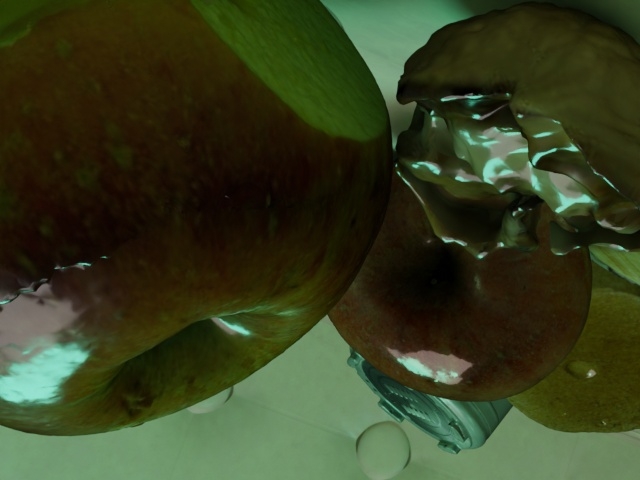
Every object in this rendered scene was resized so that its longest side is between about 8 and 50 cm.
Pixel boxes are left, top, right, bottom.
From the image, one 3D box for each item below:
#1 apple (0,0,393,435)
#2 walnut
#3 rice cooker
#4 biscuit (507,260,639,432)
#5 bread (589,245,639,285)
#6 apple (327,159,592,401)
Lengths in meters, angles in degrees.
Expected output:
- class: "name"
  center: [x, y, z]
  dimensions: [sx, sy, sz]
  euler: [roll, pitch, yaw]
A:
- class: "apple"
  center: [-0.142, -0.068, 0.854]
  dimensions: [0.374, 0.374, 0.384]
  euler: [19, 164, 11]
- class: "walnut"
  center: [0.142, -0.076, 0.836]
  dimensions: [0.204, 0.141, 0.238]
  euler: [41, 163, -31]
- class: "rice cooker"
  center: [0.180, 0.136, 1.774]
  dimensions: [0.241, 0.227, 0.280]
  euler: [49, 162, -24]
- class: "biscuit"
  center: [0.340, 0.124, 1.562]
  dimensions: [0.287, 0.057, 0.344]
  euler: [-14, 141, 21]
- class: "bread"
  center: [0.375, 0.028, 1.253]
  dimensions: [0.267, 0.040, 0.267]
  euler: [21, 171, 3]
- class: "apple"
  center: [0.125, 0.031, 1.229]
  dimensions: [0.253, 0.254, 0.253]
  euler: [20, 171, 3]
